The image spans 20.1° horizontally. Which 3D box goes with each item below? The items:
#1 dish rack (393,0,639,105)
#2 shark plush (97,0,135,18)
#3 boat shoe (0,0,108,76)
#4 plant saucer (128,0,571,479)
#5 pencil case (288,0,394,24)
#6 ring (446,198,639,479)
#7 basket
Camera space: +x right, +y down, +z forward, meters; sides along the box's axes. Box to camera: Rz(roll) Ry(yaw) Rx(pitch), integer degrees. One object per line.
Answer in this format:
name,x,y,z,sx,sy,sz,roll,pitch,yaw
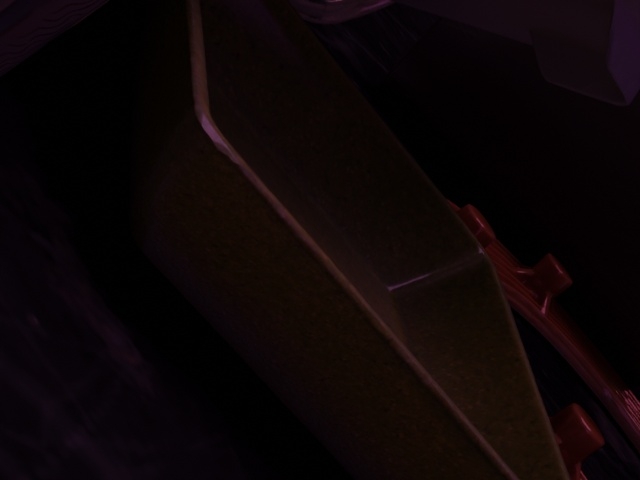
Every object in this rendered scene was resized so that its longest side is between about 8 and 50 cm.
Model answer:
dish rack,-0.008,-0.153,0.600,0.333,0.072,0.285,24,-13,36
shark plush,-0.081,-0.096,0.533,0.161,0.073,0.067,-73,156,-82
boat shoe,-0.130,-0.193,0.434,0.130,0.132,0.355,37,18,-51
plant saucer,0.000,0.000,0.546,0.188,0.045,0.188,50,14,-27
pencil case,-0.028,-0.294,0.989,0.183,0.160,0.410,88,-18,-46
ring,0.152,0.106,0.859,0.336,0.032,0.336,48,13,-15
basket,0.156,-0.052,1.031,0.227,0.154,0.204,46,-30,1
